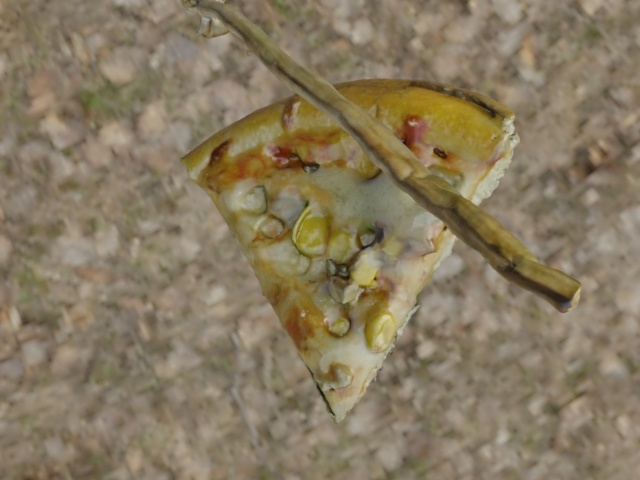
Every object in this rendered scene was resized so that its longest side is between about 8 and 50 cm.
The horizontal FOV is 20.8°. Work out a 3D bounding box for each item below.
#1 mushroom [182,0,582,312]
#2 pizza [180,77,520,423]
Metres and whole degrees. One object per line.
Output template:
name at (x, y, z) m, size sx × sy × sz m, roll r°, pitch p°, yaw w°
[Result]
mushroom at (0.009, -0.046, 0.656) m, size 0.028 × 0.286 × 0.026 m, roll 5°, pitch 113°, yaw -33°
pizza at (0.000, 0.000, 0.867) m, size 0.036 × 0.185 × 0.176 m, roll 35°, pitch 65°, yaw -58°
